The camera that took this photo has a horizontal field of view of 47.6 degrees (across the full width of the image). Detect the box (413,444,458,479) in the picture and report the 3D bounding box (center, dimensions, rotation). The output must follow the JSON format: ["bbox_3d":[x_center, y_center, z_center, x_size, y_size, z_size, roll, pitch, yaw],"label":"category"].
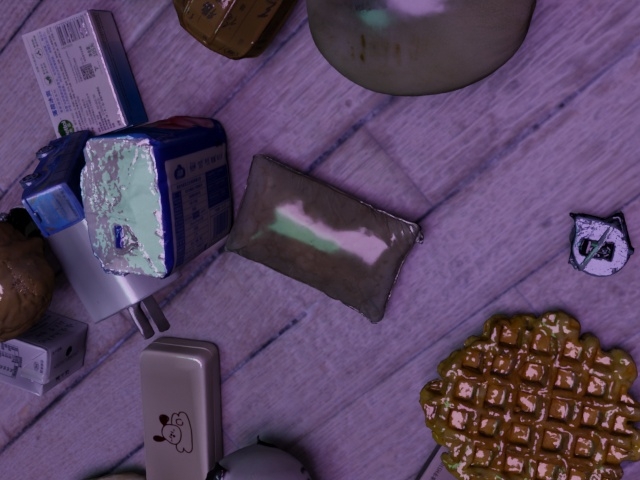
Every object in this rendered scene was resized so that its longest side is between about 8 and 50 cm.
[{"bbox_3d":[0.244,0.476,1.222,0.214,0.069,0.353,29,109,8],"label":"box"}]

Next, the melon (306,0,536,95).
[{"bbox_3d":[0.123,-0.319,0.948,0.308,0.272,0.272,-13,100,27],"label":"melon"}]

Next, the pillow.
[{"bbox_3d":[0.000,0.000,1.163,0.302,0.075,0.185,25,111,10],"label":"pillow"}]

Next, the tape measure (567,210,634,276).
[{"bbox_3d":[0.407,0.005,1.054,0.091,0.054,0.094,0,102,23],"label":"tape measure"}]

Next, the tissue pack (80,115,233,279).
[{"bbox_3d":[-0.240,-0.074,1.110,0.137,0.270,0.209,-2,105,14],"label":"tissue pack"}]

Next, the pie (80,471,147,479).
[{"bbox_3d":[-0.392,0.607,1.438,0.337,0.075,0.338,4,106,16],"label":"pie"}]

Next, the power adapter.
[{"bbox_3d":[-0.339,0.049,1.230,0.187,0.124,0.255,-26,97,49],"label":"power adapter"}]

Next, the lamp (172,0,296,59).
[{"bbox_3d":[-0.118,-0.369,1.062,0.161,0.161,0.185,37,112,5],"label":"lamp"}]

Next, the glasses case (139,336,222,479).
[{"bbox_3d":[-0.252,0.337,1.328,0.131,0.070,0.313,5,105,16],"label":"glasses case"}]

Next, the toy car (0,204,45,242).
[{"bbox_3d":[-0.581,0.028,1.344,0.095,0.056,0.205,35,90,7],"label":"toy car"}]

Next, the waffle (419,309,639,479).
[{"bbox_3d":[0.324,0.256,1.103,0.325,0.068,0.302,-34,84,3],"label":"waffle"}]

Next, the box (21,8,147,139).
[{"bbox_3d":[-0.392,-0.268,1.210,0.139,0.073,0.194,-13,100,20],"label":"box"}]

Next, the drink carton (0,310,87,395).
[{"bbox_3d":[-0.565,0.188,1.349,0.222,0.134,0.102,16,106,12],"label":"drink carton"}]

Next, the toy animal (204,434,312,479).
[{"bbox_3d":[-0.118,0.505,1.245,0.250,0.251,0.310,9,102,14],"label":"toy animal"}]

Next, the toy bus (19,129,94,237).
[{"bbox_3d":[-0.388,-0.093,1.111,0.094,0.236,0.079,-15,120,1],"label":"toy bus"}]

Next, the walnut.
[{"bbox_3d":[-0.542,0.069,1.203,0.198,0.198,0.245,53,144,-2],"label":"walnut"}]
